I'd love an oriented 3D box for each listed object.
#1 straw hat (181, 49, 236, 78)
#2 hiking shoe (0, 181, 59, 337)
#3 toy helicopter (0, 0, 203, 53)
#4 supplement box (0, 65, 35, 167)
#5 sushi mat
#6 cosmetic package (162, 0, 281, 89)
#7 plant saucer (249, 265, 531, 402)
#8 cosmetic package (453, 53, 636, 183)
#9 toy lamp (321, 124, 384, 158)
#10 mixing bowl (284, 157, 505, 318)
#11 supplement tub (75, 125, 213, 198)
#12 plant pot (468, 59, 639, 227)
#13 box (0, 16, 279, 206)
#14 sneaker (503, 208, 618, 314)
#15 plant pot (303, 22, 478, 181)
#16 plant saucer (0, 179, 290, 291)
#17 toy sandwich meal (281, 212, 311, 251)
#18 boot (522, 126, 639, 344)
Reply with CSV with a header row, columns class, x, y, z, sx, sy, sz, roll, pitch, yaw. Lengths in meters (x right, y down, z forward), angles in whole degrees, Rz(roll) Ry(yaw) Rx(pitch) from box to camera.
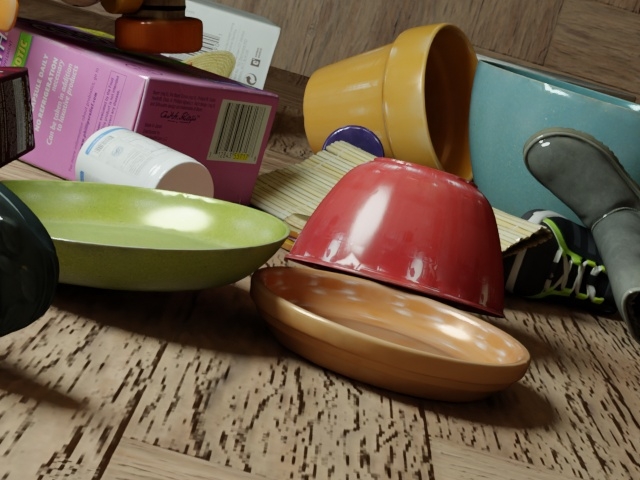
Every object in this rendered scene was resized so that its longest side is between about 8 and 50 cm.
class,x,y,z,sx,sy,sz,roll,pitch,yaw
straw hat,-0.157,-0.183,2.130,0.144,0.144,0.061,30,-24,55
hiking shoe,-0.257,-0.028,0.914,0.304,0.113,0.132,20,11,23
toy helicopter,-0.290,-0.253,1.529,0.355,0.140,0.235,10,15,30
supplement box,-0.298,-0.086,1.213,0.130,0.073,0.239,-2,9,0
sushi mat,0.058,-0.029,1.566,0.151,0.019,0.316,-26,32,-29
cosmetic package,-0.155,-0.255,2.299,0.151,0.151,0.184,15,11,-11
plant saucer,0.044,0.066,1.125,0.200,0.037,0.200,16,8,-2
cosmetic package,0.300,-0.143,2.303,0.155,0.197,0.365,20,8,25
toy lamp,0.034,-0.088,1.882,0.080,0.080,0.275,16,8,0
mixing bowl,0.071,-0.007,1.302,0.181,0.098,0.181,15,-2,1
supplement tub,-0.147,-0.049,1.359,0.071,0.071,0.107,6,15,-47
plant pot,0.288,-0.071,1.852,0.290,0.195,0.290,16,10,-3
box,-0.204,-0.126,1.571,0.243,0.117,0.213,21,11,30
sneaker,0.258,0.025,1.588,0.097,0.084,0.234,26,13,33
plant pot,0.089,-0.164,2.090,0.187,0.205,0.205,-4,-1,28
plant saucer,-0.142,-0.003,1.117,0.240,0.037,0.241,7,11,-1
toy sandwich meal,0.000,0.000,1.465,0.085,0.029,0.085,19,7,-2
boot,0.269,0.002,1.512,0.189,0.076,0.208,32,33,-15
